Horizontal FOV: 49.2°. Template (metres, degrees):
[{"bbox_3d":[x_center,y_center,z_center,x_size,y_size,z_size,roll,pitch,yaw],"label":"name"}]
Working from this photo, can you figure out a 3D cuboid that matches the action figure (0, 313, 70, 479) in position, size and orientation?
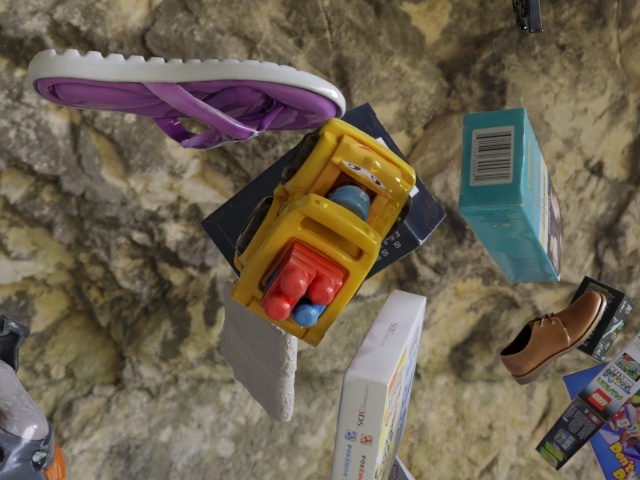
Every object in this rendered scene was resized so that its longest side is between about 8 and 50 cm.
[{"bbox_3d":[-0.360,0.239,0.599,0.178,0.341,0.330,24,2,31],"label":"action figure"}]

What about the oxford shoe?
[{"bbox_3d":[0.401,0.153,1.204,0.076,0.212,0.076,49,-1,-13],"label":"oxford shoe"}]

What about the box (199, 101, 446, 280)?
[{"bbox_3d":[0.004,-0.044,1.455,0.395,0.212,0.293,-34,-88,29],"label":"box"}]

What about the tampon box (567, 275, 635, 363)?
[{"bbox_3d":[0.629,0.182,1.608,0.101,0.161,0.120,30,0,37],"label":"tampon box"}]

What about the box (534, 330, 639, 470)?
[{"bbox_3d":[0.298,0.173,0.745,0.036,0.114,0.207,44,-19,25],"label":"box"}]

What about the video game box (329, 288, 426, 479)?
[{"bbox_3d":[0.059,0.172,0.711,0.048,0.205,0.187,10,-69,15],"label":"video game box"}]

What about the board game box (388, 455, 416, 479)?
[{"bbox_3d":[0.220,0.542,1.109,0.319,0.066,0.318,55,-1,-25],"label":"board game box"}]

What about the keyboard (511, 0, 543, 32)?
[{"bbox_3d":[0.316,-0.456,1.170,0.033,0.317,0.201,-15,-39,13],"label":"keyboard"}]

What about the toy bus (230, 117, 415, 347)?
[{"bbox_3d":[0.000,0.000,0.741,0.149,0.211,0.220,32,-73,-7],"label":"toy bus"}]

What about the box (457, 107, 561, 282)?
[{"bbox_3d":[0.205,-0.035,0.732,0.060,0.100,0.244,-2,-19,26],"label":"box"}]

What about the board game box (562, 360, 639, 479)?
[{"bbox_3d":[0.612,0.373,1.238,0.233,0.347,0.078,-22,-29,11],"label":"board game box"}]

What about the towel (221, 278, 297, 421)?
[{"bbox_3d":[-0.128,0.207,1.373,0.282,0.049,0.187,32,-56,53],"label":"towel"}]

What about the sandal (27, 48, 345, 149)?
[{"bbox_3d":[-0.176,-0.166,0.919,0.416,0.102,0.169,6,-10,6],"label":"sandal"}]
